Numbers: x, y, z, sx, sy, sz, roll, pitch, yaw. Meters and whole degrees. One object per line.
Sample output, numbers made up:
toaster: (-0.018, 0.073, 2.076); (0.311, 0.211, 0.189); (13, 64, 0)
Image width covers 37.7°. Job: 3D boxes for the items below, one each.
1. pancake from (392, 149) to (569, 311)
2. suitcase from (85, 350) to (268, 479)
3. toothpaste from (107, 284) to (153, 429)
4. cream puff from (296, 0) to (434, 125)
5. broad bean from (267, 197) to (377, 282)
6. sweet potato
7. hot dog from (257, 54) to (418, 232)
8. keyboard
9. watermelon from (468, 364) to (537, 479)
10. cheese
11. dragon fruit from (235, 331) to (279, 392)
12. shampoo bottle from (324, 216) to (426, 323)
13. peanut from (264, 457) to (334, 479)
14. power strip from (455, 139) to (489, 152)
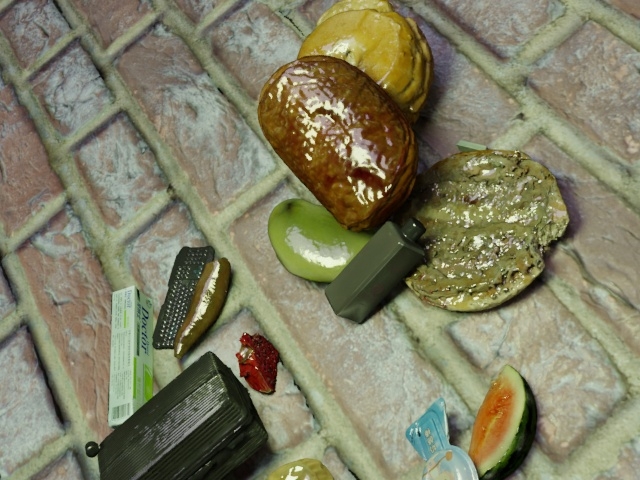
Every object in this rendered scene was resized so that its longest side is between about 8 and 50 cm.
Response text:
pancake: (0.311, -0.025, 1.879); (0.382, 0.071, 0.382); (-17, 53, 23)
suitcase: (-0.283, 0.396, 1.834); (0.335, 0.152, 0.229); (-41, 26, 0)
toothpaste: (-0.419, 0.263, 2.079); (0.067, 0.081, 0.336); (-18, 54, 16)
cream puff: (0.100, -0.362, 2.103); (0.327, 0.231, 0.343); (-26, 58, 18)
broad bean: (0.000, 0.000, 1.999); (0.263, 0.121, 0.189); (16, 61, 31)
sweet potato: (-0.259, 0.152, 2.076); (0.077, 0.077, 0.244); (13, 76, 33)
hot dog: (0.035, -0.200, 1.912); (0.387, 0.174, 0.267); (50, 118, 15)
keyboard: (-0.315, 0.128, 2.151); (0.106, 0.016, 0.262); (-2, 60, 27)
watermelon: (0.320, 0.332, 1.666); (0.119, 0.063, 0.245); (4, 63, 45)
cheese: (0.217, 0.405, 1.651); (0.135, 0.052, 0.245); (-50, 39, 30)
dragon fruit: (-0.143, 0.247, 1.917); (0.063, 0.131, 0.097); (-11, 49, 27)
shampoo bottle: (0.117, 0.054, 1.877); (0.246, 0.080, 0.079); (-49, 42, 21)
peanut: (-0.020, 0.506, 1.696); (0.233, 0.110, 0.197); (32, 83, 38)
power strip: (0.325, -0.197, 2.010); (0.083, 0.027, 0.017); (21, 69, 36)
